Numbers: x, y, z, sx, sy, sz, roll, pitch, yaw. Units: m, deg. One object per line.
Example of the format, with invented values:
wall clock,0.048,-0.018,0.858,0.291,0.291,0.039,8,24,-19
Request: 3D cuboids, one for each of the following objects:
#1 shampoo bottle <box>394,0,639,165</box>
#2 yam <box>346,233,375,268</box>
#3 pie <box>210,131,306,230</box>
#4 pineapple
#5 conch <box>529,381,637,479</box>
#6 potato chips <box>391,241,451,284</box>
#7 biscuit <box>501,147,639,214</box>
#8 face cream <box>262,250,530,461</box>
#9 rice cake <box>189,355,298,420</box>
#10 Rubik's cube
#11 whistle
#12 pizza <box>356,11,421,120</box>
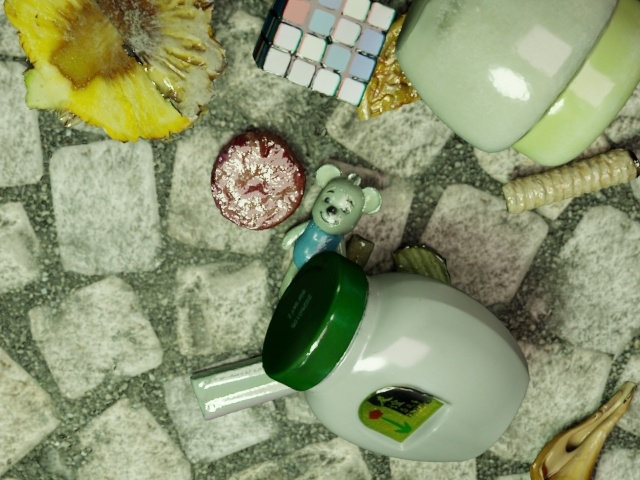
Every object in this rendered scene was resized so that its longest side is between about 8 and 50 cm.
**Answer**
shampoo bottle,0.278,-0.284,1.750,0.317,0.322,0.322,36,100,-7
yam,0.048,0.037,1.965,0.043,0.043,0.094,26,99,-13
pie,-0.094,-0.089,1.915,0.154,0.036,0.155,-2,107,-6
pineapple,-0.295,-0.292,1.792,0.344,0.286,0.209,53,50,-10
conch,0.415,0.366,2.090,0.109,0.093,0.330,35,80,3
potato chips,0.172,0.095,2.003,0.091,0.028,0.208,-18,109,-1
biscuit,0.388,-0.094,1.956,0.219,0.055,0.061,-18,124,-1
face cream,0.113,0.183,1.895,0.357,0.219,0.312,29,125,-20
rice cake,-0.091,0.222,2.007,0.221,0.042,0.080,-17,106,-2
Rubik's cube,0.003,-0.294,1.803,0.155,0.154,0.151,21,103,-13
whistle,0.000,0.000,1.935,0.114,0.077,0.236,31,106,8
pizza,0.120,-0.246,1.890,0.131,0.041,0.178,33,101,-16
